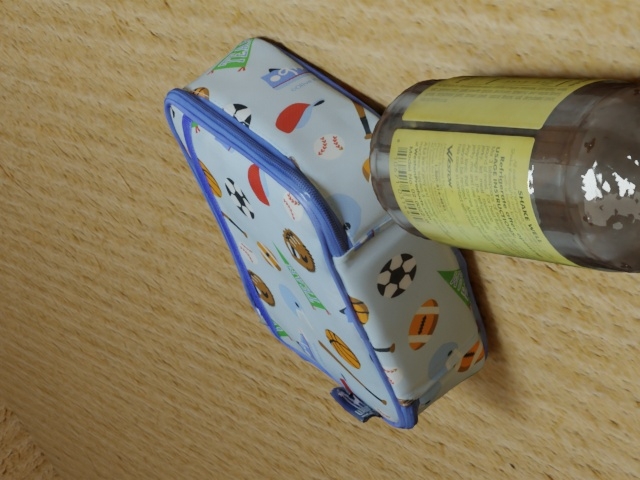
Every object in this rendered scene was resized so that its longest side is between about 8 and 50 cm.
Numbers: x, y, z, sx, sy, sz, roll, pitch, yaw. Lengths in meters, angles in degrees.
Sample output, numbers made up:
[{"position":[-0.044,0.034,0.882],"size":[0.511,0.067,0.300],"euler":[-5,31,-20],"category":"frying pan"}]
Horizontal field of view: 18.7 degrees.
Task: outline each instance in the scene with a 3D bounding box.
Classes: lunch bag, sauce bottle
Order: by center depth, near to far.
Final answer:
[{"position":[0.153,-0.036,1.095],"size":[0.111,0.111,0.344],"euler":[57,161,-22],"category":"sauce bottle"},{"position":[0.000,0.000,1.504],"size":[0.243,0.115,0.303],"euler":[35,155,41],"category":"lunch bag"}]
